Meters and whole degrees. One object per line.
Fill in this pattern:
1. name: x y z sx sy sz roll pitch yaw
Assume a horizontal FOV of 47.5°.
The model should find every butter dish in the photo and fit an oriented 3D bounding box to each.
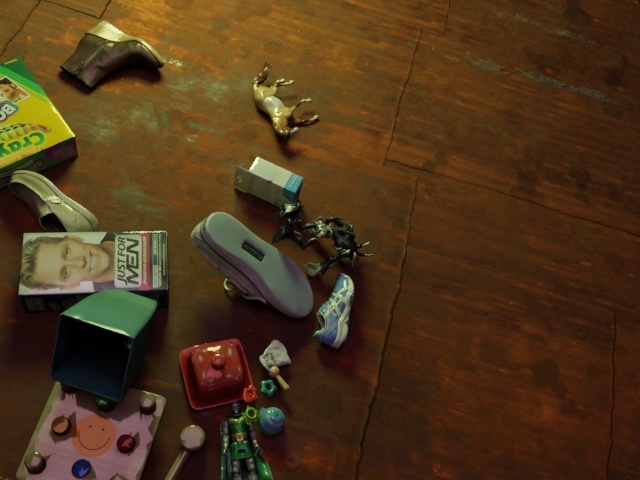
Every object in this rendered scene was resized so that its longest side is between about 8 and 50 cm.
1. butter dish: -0.246 0.302 1.730 0.159 0.118 0.160 -11 64 -16

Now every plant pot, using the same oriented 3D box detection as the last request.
1. plant pot: -0.467 0.210 1.638 0.165 0.166 0.234 18 21 3

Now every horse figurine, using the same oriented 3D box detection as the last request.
1. horse figurine: -0.125 -0.416 2.189 0.174 0.066 0.263 -31 73 -31

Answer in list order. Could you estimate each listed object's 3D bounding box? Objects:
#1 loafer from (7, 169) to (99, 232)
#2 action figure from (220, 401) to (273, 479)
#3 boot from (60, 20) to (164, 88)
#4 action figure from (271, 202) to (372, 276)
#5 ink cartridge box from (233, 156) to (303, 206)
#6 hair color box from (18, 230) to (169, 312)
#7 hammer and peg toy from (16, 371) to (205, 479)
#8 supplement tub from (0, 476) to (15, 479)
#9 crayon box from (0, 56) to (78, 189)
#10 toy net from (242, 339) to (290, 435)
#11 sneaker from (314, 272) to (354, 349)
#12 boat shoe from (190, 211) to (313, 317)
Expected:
1. loafer: -0.700 -0.085 1.867 0.268 0.102 0.092 31 54 6
2. action figure: -0.183 0.485 1.677 0.137 0.063 0.232 -7 59 -11
3. boot: -0.615 -0.521 2.157 0.248 0.090 0.207 31 72 5
4. action figure: 0.000 0.000 1.943 0.275 0.141 0.164 24 46 -28
5. ink cartridge box: -0.146 -0.163 2.018 0.181 0.104 0.062 25 59 3
6. hair color box: -0.554 0.075 1.805 0.347 0.105 0.174 -2 61 -11
7. hammer and peg toy: -0.448 0.454 1.599 0.361 0.127 0.266 17 59 -2
8. supplement tub: -0.704 0.537 1.507 0.197 0.106 0.106 12 59 7
9. crayon box: -0.892 -0.291 1.942 0.362 0.106 0.313 -31 71 -25
10. toy net: -0.134 0.348 1.759 0.122 0.045 0.232 18 51 -21
11. sneaker: 0.037 0.174 1.880 0.081 0.080 0.211 14 58 -7
12. boat shoe: -0.187 0.084 1.861 0.367 0.156 0.136 39 51 -22
